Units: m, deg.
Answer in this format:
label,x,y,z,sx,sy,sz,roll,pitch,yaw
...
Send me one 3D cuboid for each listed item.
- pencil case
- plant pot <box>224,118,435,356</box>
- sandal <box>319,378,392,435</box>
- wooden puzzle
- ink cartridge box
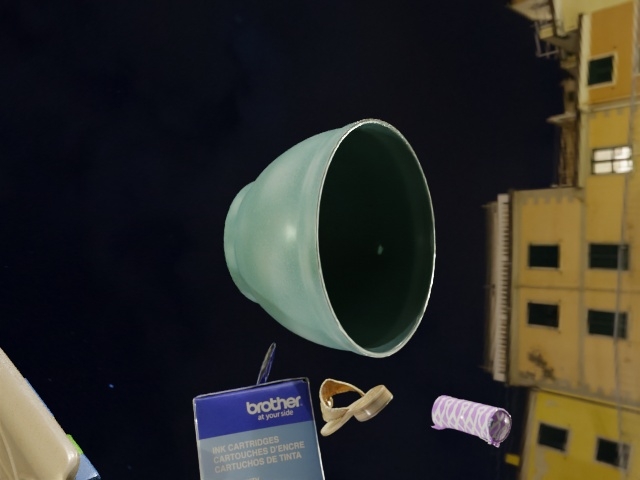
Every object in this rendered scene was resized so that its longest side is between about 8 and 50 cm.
label,x,y,z,sx,sy,sz,roll,pitch,yaw
pencil case,0.360,0.431,1.712,0.086,0.206,0.088,21,-101,-31
plant pot,0.000,0.000,0.938,0.293,0.196,0.293,5,-96,-54
sandal,0.039,0.264,1.206,0.088,0.240,0.079,-39,-93,-29
wooden puzzle,-0.350,0.340,0.926,0.080,0.322,0.348,-16,-61,-37
ink cartridge box,-0.070,0.339,0.914,0.151,0.270,0.396,-9,-109,-8
